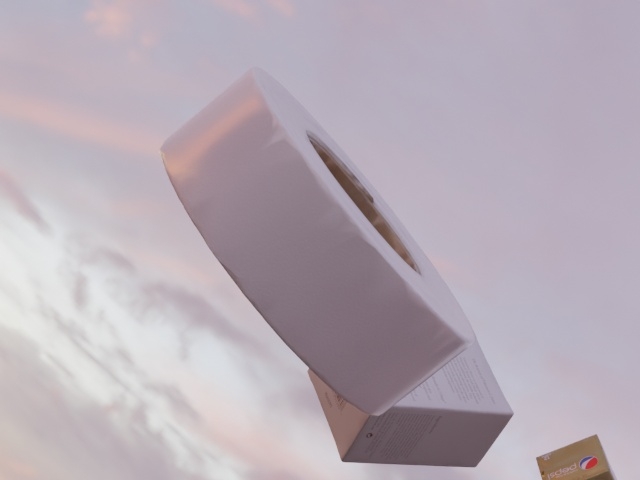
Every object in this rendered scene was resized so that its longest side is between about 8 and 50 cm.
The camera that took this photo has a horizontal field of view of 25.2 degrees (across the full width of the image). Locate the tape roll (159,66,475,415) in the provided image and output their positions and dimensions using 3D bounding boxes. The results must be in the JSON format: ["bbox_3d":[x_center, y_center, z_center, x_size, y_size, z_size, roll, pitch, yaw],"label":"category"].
[{"bbox_3d":[0.000,0.000,1.148,0.286,0.100,0.286,49,8,-9],"label":"tape roll"}]

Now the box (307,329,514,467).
[{"bbox_3d":[0.093,0.160,1.506,0.170,0.091,0.130,8,39,-28],"label":"box"}]

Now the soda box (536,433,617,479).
[{"bbox_3d":[0.258,0.269,1.299,0.058,0.061,0.181,-95,160,-64],"label":"soda box"}]
